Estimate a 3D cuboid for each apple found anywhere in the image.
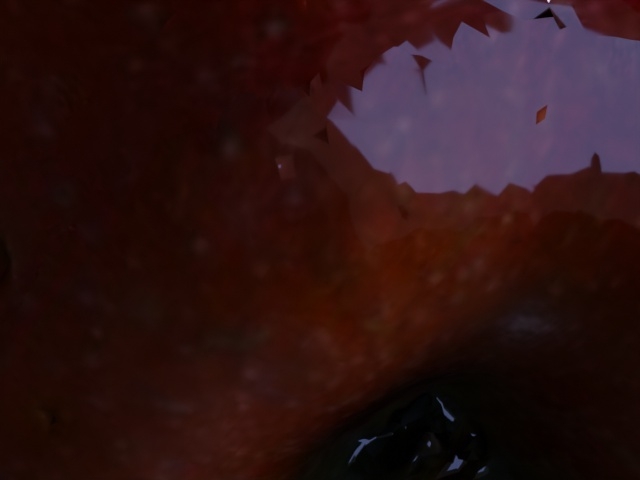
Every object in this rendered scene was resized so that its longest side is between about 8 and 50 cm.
[{"bbox_3d":[0.000,0.000,0.488,0.348,0.348,0.277,59,4,-30],"label":"apple"}]
